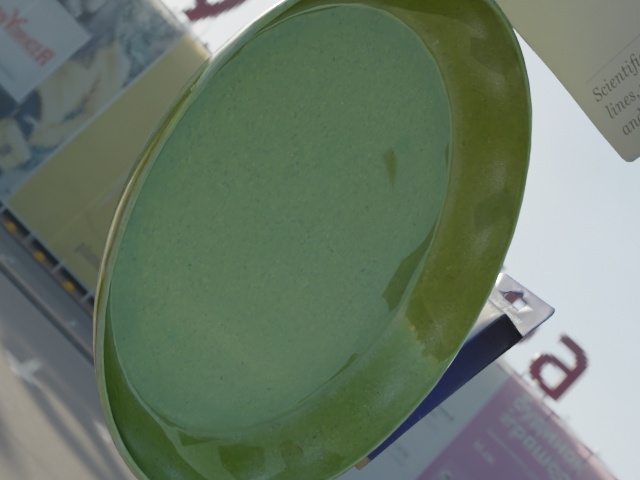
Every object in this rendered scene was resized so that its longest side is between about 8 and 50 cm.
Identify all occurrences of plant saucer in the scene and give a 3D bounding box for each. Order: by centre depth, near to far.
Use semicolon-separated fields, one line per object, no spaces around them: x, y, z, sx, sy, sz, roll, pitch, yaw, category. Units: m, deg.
0.000;0.000;0.451;0.037;0.241;0.241;30;-17;38;plant saucer

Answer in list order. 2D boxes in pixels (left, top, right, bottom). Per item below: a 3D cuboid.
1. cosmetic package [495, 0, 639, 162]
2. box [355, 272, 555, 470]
0.271;-0.215;0.586;0.156;0.385;0.217;51;-40;5;cosmetic package
0.098;0.105;1.005;0.036;0.225;0.136;53;-2;-18;box
